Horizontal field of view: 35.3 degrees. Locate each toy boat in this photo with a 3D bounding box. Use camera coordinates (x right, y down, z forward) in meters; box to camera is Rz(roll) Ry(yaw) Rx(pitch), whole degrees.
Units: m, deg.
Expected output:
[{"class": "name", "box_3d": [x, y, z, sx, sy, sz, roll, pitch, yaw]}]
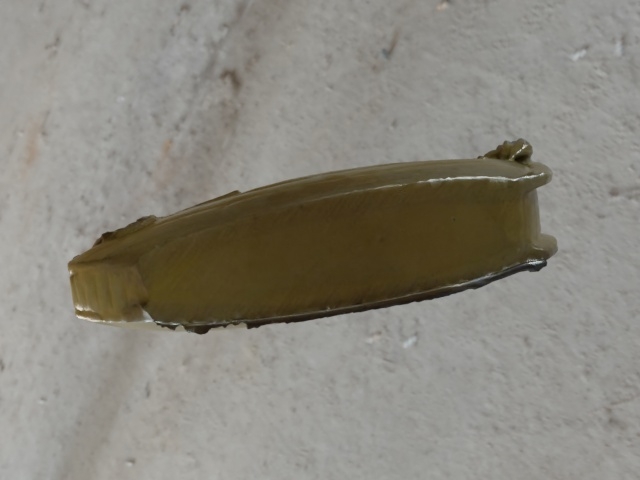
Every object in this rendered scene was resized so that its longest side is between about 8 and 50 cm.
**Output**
[{"class": "toy boat", "box_3d": [0.000, 0.000, 0.652, 0.121, 0.321, 0.089, -149, 48, -75]}]
